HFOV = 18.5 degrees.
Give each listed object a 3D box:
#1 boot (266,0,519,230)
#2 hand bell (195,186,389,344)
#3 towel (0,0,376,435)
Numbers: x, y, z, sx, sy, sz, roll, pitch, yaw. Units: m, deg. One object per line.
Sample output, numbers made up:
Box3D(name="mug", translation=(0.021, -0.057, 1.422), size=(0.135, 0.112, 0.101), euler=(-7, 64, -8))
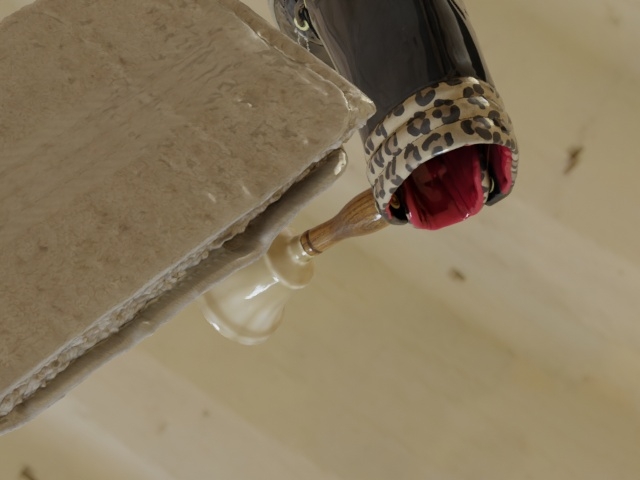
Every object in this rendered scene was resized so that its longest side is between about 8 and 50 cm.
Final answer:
Box3D(name="boot", translation=(0.061, -0.143, 1.676), size=(0.138, 0.284, 0.377), euler=(-13, 162, -13))
Box3D(name="hand bell", translation=(0.000, 0.000, 1.843), size=(0.242, 0.126, 0.126), euler=(-27, -151, 38))
Box3D(name="towel", translation=(-0.124, -0.036, 0.968), size=(0.282, 0.187, 0.049), euler=(-37, 152, -31))
